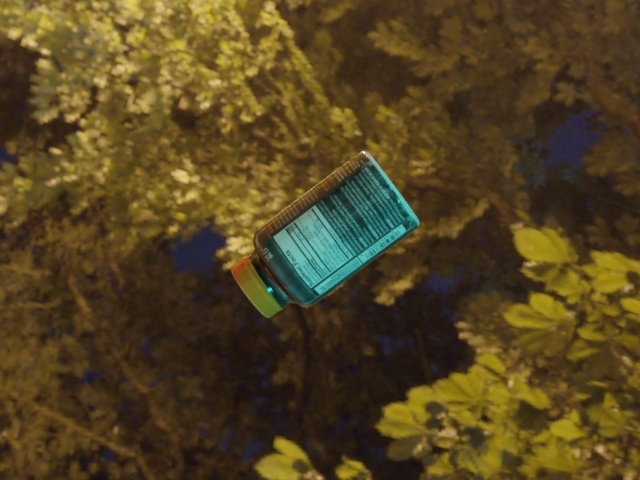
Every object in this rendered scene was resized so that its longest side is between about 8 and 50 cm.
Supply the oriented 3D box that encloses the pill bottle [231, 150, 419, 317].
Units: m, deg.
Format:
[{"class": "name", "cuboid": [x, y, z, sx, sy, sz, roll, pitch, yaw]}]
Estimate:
[{"class": "pill bottle", "cuboid": [0.000, 0.000, 1.486, 0.246, 0.130, 0.130, -36, -141, 4]}]
